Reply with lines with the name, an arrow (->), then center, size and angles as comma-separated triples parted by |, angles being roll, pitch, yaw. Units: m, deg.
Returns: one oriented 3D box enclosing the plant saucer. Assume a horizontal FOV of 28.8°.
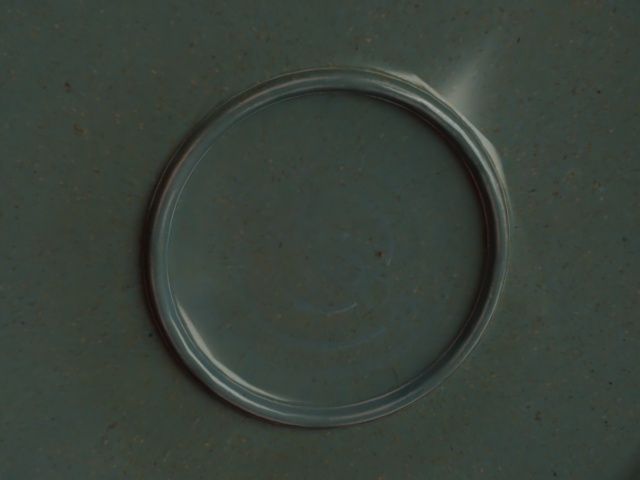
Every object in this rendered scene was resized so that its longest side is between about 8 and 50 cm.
plant saucer -> 0.000, 0.000, 0.360 | 0.044, 0.317, 0.317 | -126, -168, -74
